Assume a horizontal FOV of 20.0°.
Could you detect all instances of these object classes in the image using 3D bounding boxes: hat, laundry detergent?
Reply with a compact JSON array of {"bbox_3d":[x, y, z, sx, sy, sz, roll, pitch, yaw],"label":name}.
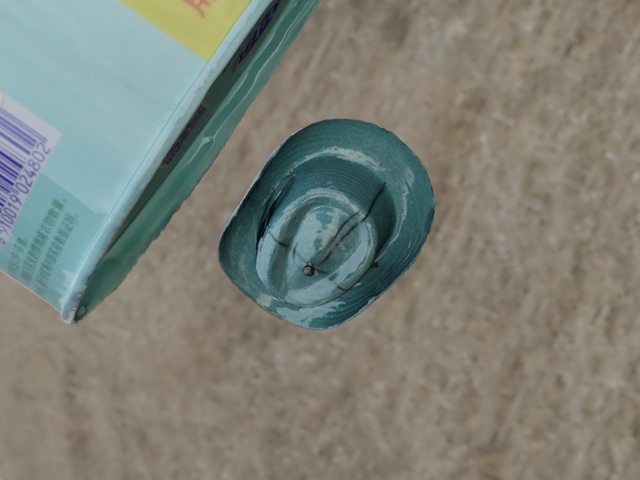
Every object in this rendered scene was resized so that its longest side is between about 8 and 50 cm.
[{"bbox_3d":[0.000,0.000,1.392,0.191,0.138,0.078,-52,10,25],"label":"hat"},{"bbox_3d":[-0.160,-0.160,0.867,0.287,0.305,0.287,-55,1,1],"label":"laundry detergent"}]
